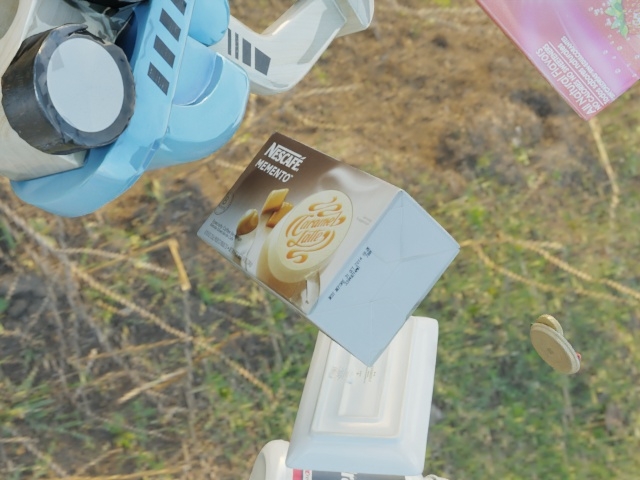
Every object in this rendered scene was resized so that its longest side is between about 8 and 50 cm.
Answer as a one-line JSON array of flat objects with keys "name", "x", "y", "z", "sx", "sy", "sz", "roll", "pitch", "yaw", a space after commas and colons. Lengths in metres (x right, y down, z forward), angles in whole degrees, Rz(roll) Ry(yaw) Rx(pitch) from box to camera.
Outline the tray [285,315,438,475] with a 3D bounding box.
[{"name": "tray", "x": 0.052, "y": 0.157, "z": 1.302, "sx": 0.270, "sy": 0.145, "sz": 0.030, "roll": -74, "pitch": 162, "yaw": -57}]

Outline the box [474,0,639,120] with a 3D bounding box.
[{"name": "box", "x": 0.110, "y": -0.235, "z": 0.702, "sx": 0.300, "sy": 0.142, "sz": 0.154, "roll": 39, "pitch": 16, "yaw": -34}]

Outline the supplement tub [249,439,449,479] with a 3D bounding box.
[{"name": "supplement tub", "x": 0.036, "y": 0.392, "z": 1.622, "sx": 0.272, "sy": 0.191, "sz": 0.191, "roll": 12, "pitch": 61, "yaw": -11}]

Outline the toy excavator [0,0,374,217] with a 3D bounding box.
[{"name": "toy excavator", "x": -0.142, "y": -0.196, "z": 1.200, "sx": 0.445, "sy": 0.222, "sz": 0.432, "roll": 29, "pitch": 63, "yaw": -43}]

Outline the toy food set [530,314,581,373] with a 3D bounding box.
[{"name": "toy food set", "x": 0.297, "y": 0.134, "z": 1.476, "sx": 0.020, "sy": 0.082, "sz": 0.083, "roll": -39, "pitch": 78, "yaw": -20}]

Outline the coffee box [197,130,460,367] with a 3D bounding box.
[{"name": "coffee box", "x": 0.000, "y": 0.000, "z": 1.119, "sx": 0.098, "sy": 0.246, "sz": 0.141, "roll": 41, "pitch": 85, "yaw": -33}]
